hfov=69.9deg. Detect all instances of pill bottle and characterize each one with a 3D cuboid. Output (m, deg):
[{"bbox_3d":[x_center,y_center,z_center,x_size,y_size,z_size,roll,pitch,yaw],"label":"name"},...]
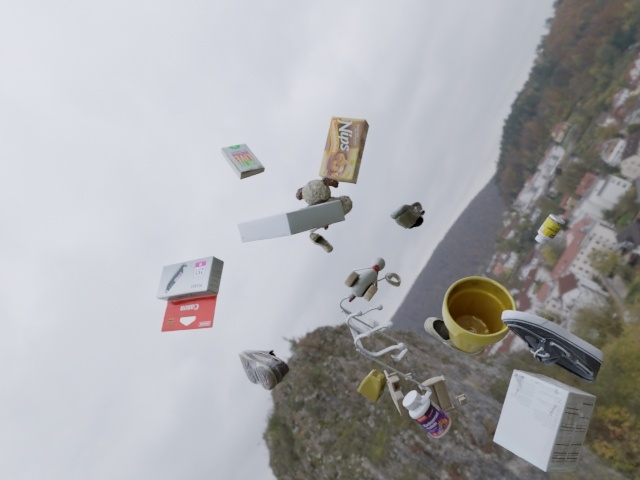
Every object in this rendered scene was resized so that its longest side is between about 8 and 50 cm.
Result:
[{"bbox_3d":[0.915,-0.042,1.833,0.065,0.065,0.116,-28,-33,-58],"label":"pill bottle"},{"bbox_3d":[0.439,0.717,1.905,0.108,0.193,0.108,-47,5,6],"label":"pill bottle"}]

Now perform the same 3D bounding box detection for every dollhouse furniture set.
[{"bbox_3d":[0.549,0.762,2.428,0.356,0.303,0.174,-20,17,-3],"label":"dollhouse furniture set"}]

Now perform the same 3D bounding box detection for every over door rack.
[{"bbox_3d":[0.206,0.310,1.389,0.108,0.324,0.239,-43,22,9],"label":"over door rack"}]

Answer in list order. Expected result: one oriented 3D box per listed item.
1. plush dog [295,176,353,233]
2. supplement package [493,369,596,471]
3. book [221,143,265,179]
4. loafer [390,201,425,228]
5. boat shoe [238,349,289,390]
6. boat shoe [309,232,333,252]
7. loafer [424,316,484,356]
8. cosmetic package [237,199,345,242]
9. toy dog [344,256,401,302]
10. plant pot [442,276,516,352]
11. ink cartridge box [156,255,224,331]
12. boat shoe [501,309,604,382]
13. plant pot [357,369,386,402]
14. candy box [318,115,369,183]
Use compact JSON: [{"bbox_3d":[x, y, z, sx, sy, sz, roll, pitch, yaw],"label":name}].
[{"bbox_3d":[-0.003,-0.179,2.157,0.225,0.263,0.210,65,-161,-16],"label":"plush dog"},{"bbox_3d":[0.762,0.609,1.562,0.198,0.199,0.262,19,-93,-34],"label":"supplement package"},{"bbox_3d":[-0.271,-0.280,1.601,0.096,0.144,0.035,-21,-33,-32],"label":"book"},{"bbox_3d":[0.325,-0.080,1.657,0.094,0.087,0.251,-39,-12,27],"label":"loafer"},{"bbox_3d":[-0.244,0.546,1.988,0.130,0.355,0.132,-21,-75,-29],"label":"boat shoe"},{"bbox_3d":[-0.001,0.002,2.179,0.056,0.153,0.048,-42,-36,-9],"label":"boat shoe"},{"bbox_3d":[0.574,0.415,1.964,0.101,0.269,0.092,-64,-14,-8],"label":"loafer"},{"bbox_3d":[-0.128,-0.077,1.913,0.285,0.377,0.097,-20,-82,-39],"label":"cosmetic package"},{"bbox_3d":[0.230,0.213,2.320,0.334,0.220,0.161,-11,-36,-46],"label":"toy dog"},{"bbox_3d":[0.586,0.304,1.743,0.254,0.254,0.238,-50,-28,-28],"label":"plant pot"},{"bbox_3d":[-0.472,0.191,1.613,0.060,0.275,0.238,35,-127,-47],"label":"ink cartridge box"},{"bbox_3d":[0.646,0.301,1.296,0.102,0.301,0.108,-61,0,-19],"label":"boat shoe"},{"bbox_3d":[0.200,0.532,1.707,0.081,0.082,0.083,-21,-45,-61],"label":"plant pot"},{"bbox_3d":[0.118,-0.451,2.288,0.087,0.183,0.316,31,-109,-69],"label":"candy box"}]
